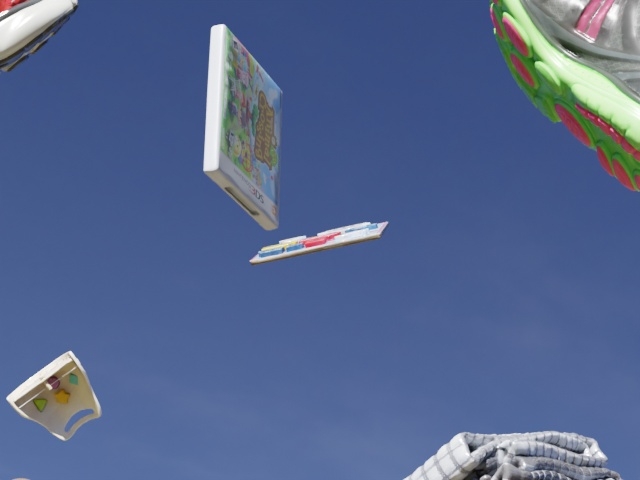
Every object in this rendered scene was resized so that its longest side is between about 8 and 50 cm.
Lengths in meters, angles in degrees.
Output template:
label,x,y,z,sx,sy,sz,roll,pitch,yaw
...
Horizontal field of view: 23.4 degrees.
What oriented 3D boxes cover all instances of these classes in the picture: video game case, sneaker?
label,x,y,z,sx,sy,sz,roll,pitch,yaw
video game case,-0.098,-0.146,2.033,0.023,0.212,0.193,-9,-25,20
sneaker,-0.330,-0.159,1.259,0.118,0.279,0.107,51,-32,-4
sneaker,0.374,-0.248,2.016,0.202,0.483,0.185,-30,-35,-9

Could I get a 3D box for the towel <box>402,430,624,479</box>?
label,x,y,z,sx,sy,sz,roll,pitch,yaw
towel,0.157,0.290,1.491,0.235,0.121,0.283,-43,-28,21

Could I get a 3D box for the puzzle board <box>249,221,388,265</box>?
label,x,y,z,sx,sy,sz,roll,pitch,yaw
puzzle board,0.000,0.000,1.508,0.128,0.011,0.096,-12,7,9

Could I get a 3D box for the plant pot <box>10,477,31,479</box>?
label,x,y,z,sx,sy,sz,roll,pitch,yaw
plant pot,-0.414,0.367,1.771,0.110,0.237,0.237,35,-36,-28

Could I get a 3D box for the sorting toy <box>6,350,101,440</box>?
label,x,y,z,sx,sy,sz,roll,pitch,yaw
sorting toy,-0.269,0.166,1.610,0.075,0.083,0.045,54,2,-6
